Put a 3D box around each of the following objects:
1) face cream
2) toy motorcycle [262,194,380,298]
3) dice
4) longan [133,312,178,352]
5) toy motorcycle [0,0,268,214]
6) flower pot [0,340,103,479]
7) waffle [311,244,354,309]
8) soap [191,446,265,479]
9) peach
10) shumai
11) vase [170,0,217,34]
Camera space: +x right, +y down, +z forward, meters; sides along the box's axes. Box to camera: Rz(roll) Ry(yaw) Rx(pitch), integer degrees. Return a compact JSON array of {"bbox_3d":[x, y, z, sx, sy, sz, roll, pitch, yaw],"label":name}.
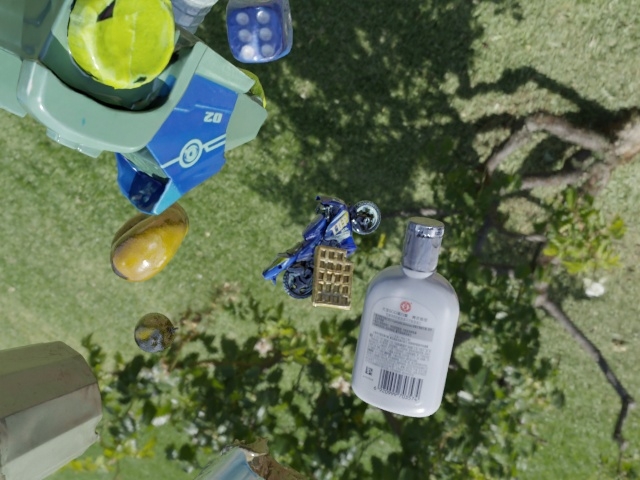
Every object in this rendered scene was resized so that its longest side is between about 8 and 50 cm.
[{"bbox_3d":[0.128,0.111,1.037,0.143,0.071,0.292,12,107,17],"label":"face cream"},{"bbox_3d":[0.000,0.000,1.700,0.169,0.315,0.113,46,176,-21],"label":"toy motorcycle"},{"bbox_3d":[-0.146,-0.520,1.721,0.146,0.146,0.143,-3,123,8],"label":"dice"},{"bbox_3d":[-0.280,0.158,1.221,0.083,0.075,0.075,-8,137,16],"label":"longan"},{"bbox_3d":[-0.190,-0.139,0.731,0.191,0.200,0.326,27,180,36],"label":"toy motorcycle"},{"bbox_3d":[-0.466,0.267,1.005,0.290,0.259,0.291,3,97,29],"label":"flower pot"},{"bbox_3d":[0.028,0.079,1.530,0.092,0.135,0.021,9,163,-10],"label":"waffle"},{"bbox_3d":[-0.195,0.405,0.966,0.094,0.261,0.150,52,138,-2],"label":"soap"},{"bbox_3d":[-0.465,-0.002,1.926,0.153,0.251,0.251,38,147,-21],"label":"peach"},{"bbox_3d":[-0.220,0.699,2.022,0.263,0.314,0.267,59,171,-19],"label":"shumai"},{"bbox_3d":[-0.237,-0.453,1.278,0.143,0.143,0.298,39,138,-18],"label":"vase"}]
